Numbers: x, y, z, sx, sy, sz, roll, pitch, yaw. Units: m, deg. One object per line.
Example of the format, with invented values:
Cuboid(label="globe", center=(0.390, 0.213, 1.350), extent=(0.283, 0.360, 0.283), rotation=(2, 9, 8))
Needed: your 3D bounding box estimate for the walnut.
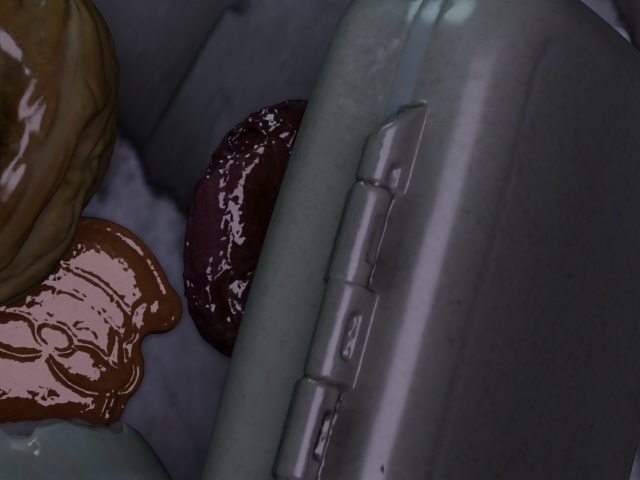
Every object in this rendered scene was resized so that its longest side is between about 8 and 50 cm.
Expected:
Cuboid(label="walnut", center=(-0.175, -0.051, 0.934), extent=(0.155, 0.155, 0.184), rotation=(20, 86, -9))

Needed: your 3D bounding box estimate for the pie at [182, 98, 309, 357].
Cuboid(label="pie", center=(0.000, 0.000, 1.019), extent=(0.153, 0.038, 0.154), rotation=(1, 86, -13))

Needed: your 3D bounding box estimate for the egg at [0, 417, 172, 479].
Cuboid(label="egg", center=(-0.142, 0.189, 0.910), extent=(0.183, 0.183, 0.217), rotation=(0, 87, -11))

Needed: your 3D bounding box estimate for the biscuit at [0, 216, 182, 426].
Cuboid(label="biscuit", center=(-0.133, 0.049, 1.001), extent=(0.102, 0.019, 0.130), rotation=(39, 82, -6))

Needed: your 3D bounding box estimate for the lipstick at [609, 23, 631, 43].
Cuboid(label="lipstick", center=(0.094, -0.109, 1.042), extent=(0.141, 0.040, 0.040), rotation=(12, 85, -11))

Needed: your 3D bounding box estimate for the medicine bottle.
Cuboid(label="medicine bottle", center=(0.062, 0.072, 0.929), extent=(0.282, 0.123, 0.375), rotation=(27, 75, -53))
